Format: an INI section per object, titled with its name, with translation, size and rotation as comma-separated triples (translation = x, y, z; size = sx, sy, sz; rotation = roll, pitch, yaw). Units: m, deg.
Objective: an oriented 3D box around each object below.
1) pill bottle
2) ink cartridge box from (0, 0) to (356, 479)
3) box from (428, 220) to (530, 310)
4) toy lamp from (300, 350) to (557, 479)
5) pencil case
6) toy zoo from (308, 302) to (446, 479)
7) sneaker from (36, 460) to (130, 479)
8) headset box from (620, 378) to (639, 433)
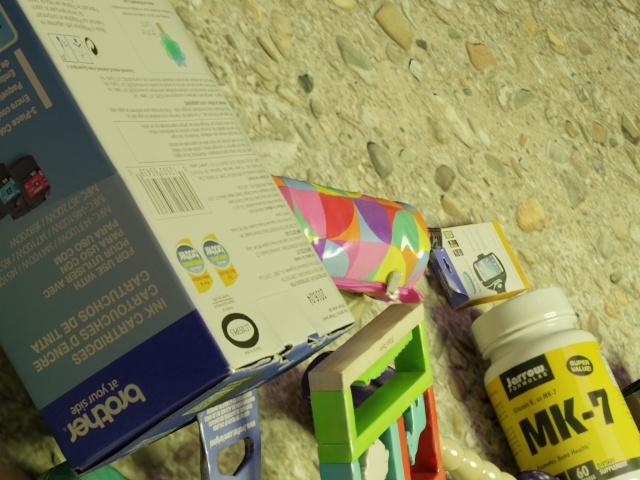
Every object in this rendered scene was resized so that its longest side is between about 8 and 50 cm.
[pill bottle]
translation = 0.228, 0.158, 1.590
size = 0.119, 0.119, 0.208
rotation = 1, 61, -51
[ink cartridge box]
translation = -0.133, -0.002, 1.206
size = 0.395, 0.151, 0.270
rotation = 58, 19, 7
[box]
translation = 0.154, 0.025, 1.694
size = 0.136, 0.028, 0.081
rotation = -9, 69, -51
[toy lamp]
translation = 0.095, 0.178, 1.450
size = 0.275, 0.080, 0.080
rotation = 36, 38, -31
[pencil case]
translation = 0.000, 0.000, 1.464
size = 0.236, 0.104, 0.104
rotation = 10, 55, -45
[toy zoo]
translation = 0.056, 0.214, 1.303
size = 0.192, 0.030, 0.293
rotation = -33, 118, -64
[sneaker]
translation = -0.069, 0.256, 1.139
size = 0.302, 0.121, 0.108
rotation = 50, 35, -6
[headset box]
translation = 0.396, 0.276, 1.703
size = 0.218, 0.110, 0.293
rotation = -20, 78, -55
